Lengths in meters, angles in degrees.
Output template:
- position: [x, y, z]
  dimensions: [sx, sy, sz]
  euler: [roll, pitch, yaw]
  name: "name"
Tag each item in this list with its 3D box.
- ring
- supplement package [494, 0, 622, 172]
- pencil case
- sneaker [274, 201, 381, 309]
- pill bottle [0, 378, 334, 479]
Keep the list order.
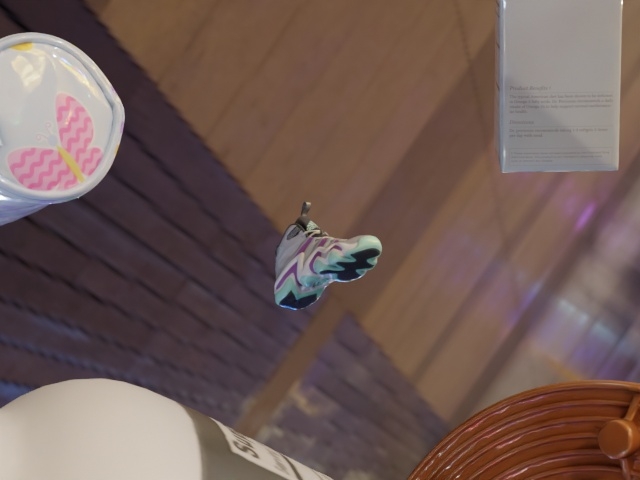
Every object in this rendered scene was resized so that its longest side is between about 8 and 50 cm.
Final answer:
- position: [0.147, 0.244, 0.891]
  dimensions: [0.032, 0.336, 0.337]
  euler: [8, 117, -53]
  name: "ring"
- position: [0.205, -0.157, 1.428]
  dimensions: [0.105, 0.105, 0.179]
  euler: [-75, 165, -76]
  name: "supplement package"
- position: [-0.246, -0.063, 1.135]
  dimensions: [0.124, 0.114, 0.273]
  euler: [2, 172, -35]
  name: "pencil case"
- position: [0.000, 0.000, 1.162]
  dimensions: [0.098, 0.069, 0.038]
  euler: [-29, 146, 34]
  name: "sneaker"
- position: [-0.036, 0.168, 0.481]
  dimensions: [0.210, 0.363, 0.210]
  euler: [-50, -158, 29]
  name: "pill bottle"
